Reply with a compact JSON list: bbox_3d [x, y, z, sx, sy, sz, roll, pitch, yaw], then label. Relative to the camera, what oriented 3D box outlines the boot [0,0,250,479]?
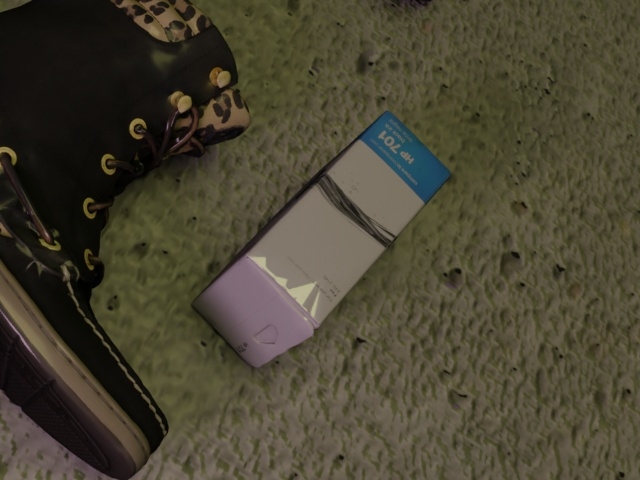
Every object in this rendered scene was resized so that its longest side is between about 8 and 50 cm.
[{"bbox_3d":[-0.168,-0.041,0.777,0.284,0.138,0.377,-35,80,-32],"label":"boot"}]

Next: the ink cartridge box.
[{"bbox_3d":[0.000,0.000,0.834,0.082,0.139,0.190,47,58,-4],"label":"ink cartridge box"}]
